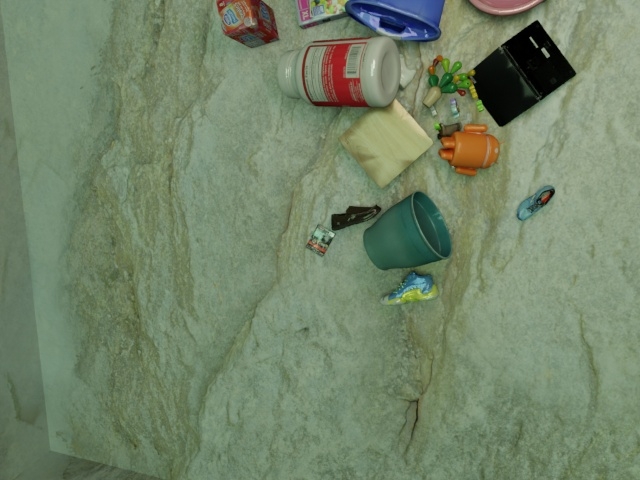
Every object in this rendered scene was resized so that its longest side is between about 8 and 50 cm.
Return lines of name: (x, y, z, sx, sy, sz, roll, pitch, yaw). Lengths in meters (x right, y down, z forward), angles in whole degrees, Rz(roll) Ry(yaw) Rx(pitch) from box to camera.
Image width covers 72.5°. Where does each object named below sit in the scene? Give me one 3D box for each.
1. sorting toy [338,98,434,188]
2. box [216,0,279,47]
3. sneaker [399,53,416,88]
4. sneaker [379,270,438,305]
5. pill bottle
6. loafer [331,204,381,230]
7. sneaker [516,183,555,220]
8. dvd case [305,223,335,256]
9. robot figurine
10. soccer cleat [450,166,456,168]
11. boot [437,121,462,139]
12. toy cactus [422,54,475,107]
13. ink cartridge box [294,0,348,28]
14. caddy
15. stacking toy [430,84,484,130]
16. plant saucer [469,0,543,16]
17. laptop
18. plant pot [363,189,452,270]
sorting toy: (0.250, -0.377, 1.660, 0.255, 0.089, 0.257, -41, 89, 19)
box: (-0.262, -0.811, 1.616, 0.128, 0.257, 0.122, -9, 100, 17)
sneaker: (0.259, -0.663, 1.614, 0.212, 0.080, 0.094, 42, 96, -3)
sneaker: (0.351, 0.193, 1.770, 0.240, 0.091, 0.126, -11, 80, 17)
pill bottle: (0.059, -0.596, 1.562, 0.408, 0.229, 0.228, 12, 105, 30)
loafer: (0.135, -0.105, 1.753, 0.220, 0.080, 0.078, -19, 97, 18)
sneaker: (0.777, -0.137, 1.578, 0.063, 0.073, 0.162, 41, 109, 3)
dvd case: (0.000, 0.000, 1.848, 0.087, 0.013, 0.119, 31, 109, 7)
robot figurine: (0.540, -0.325, 1.564, 0.220, 0.128, 0.157, 5, 80, 1)
soccer cleat: (0.497, -0.290, 1.645, 0.083, 0.029, 0.035, 43, 105, -2)
boot: (0.470, -0.406, 1.583, 0.087, 0.118, 0.042, -20, 76, 5)
toy cactus: (0.432, -0.548, 1.540, 0.180, 0.112, 0.219, -51, 53, 13)
ink cartridge box: (0.054, -0.923, 1.613, 0.312, 0.065, 0.185, -8, 100, 15)
caddy: (0.255, -0.777, 1.481, 0.342, 0.241, 0.179, 16, 101, -5)
stacking toy: (0.467, -0.465, 1.517, 0.167, 0.221, 0.052, -21, 118, 23)
plant saucer: (0.630, -0.902, 1.430, 0.333, 0.084, 0.331, 2, 96, 23)
laptop: (0.697, -0.582, 1.537, 0.264, 0.136, 0.234, -37, 91, -7)
plant pot: (0.312, -0.010, 1.643, 0.255, 0.272, 0.271, -28, 94, 33)
